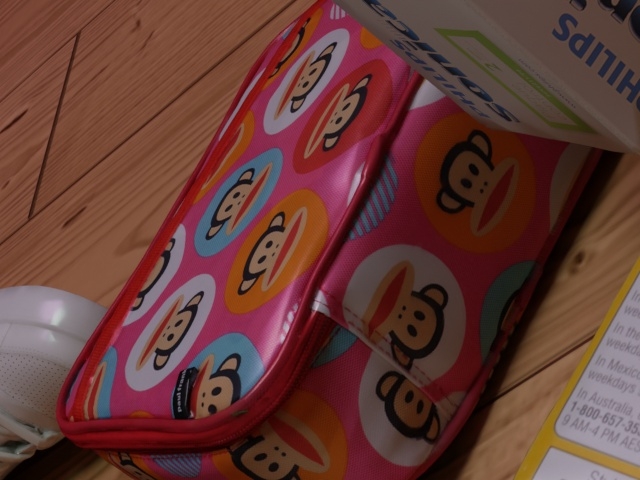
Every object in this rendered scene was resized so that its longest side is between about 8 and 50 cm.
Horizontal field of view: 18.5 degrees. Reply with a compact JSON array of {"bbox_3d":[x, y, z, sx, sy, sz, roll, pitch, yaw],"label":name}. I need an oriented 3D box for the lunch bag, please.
[{"bbox_3d":[0.000,0.000,0.970,0.258,0.120,0.293,-12,44,59],"label":"lunch bag"}]

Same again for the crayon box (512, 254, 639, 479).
[{"bbox_3d":[0.222,-0.013,0.576,0.203,0.083,0.323,18,71,43],"label":"crayon box"}]

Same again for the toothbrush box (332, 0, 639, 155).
[{"bbox_3d":[0.100,-0.208,0.761,0.283,0.206,0.122,-55,26,-7],"label":"toothbrush box"}]

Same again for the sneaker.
[{"bbox_3d":[-0.203,0.134,1.149,0.292,0.108,0.169,-30,33,57],"label":"sneaker"}]
